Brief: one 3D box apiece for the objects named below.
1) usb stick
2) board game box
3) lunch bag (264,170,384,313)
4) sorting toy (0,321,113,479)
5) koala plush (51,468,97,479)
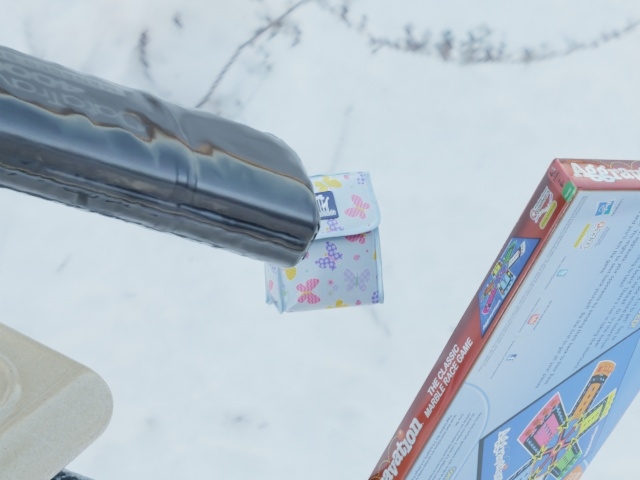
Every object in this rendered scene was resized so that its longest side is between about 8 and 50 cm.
[{"bbox_3d":[-0.117,-0.045,0.717,0.278,0.045,0.077,16,30,-37],"label":"usb stick"},{"bbox_3d":[0.128,0.068,1.017,0.145,0.281,0.027,0,43,-33],"label":"board game box"},{"bbox_3d":[0.000,0.000,1.135,0.071,0.053,0.083,-4,97,-14],"label":"lunch bag"},{"bbox_3d":[-0.233,0.084,0.863,0.208,0.038,0.193,28,42,20],"label":"sorting toy"},{"bbox_3d":[-0.200,0.238,1.095,0.196,0.203,0.221,22,81,-11],"label":"koala plush"}]
